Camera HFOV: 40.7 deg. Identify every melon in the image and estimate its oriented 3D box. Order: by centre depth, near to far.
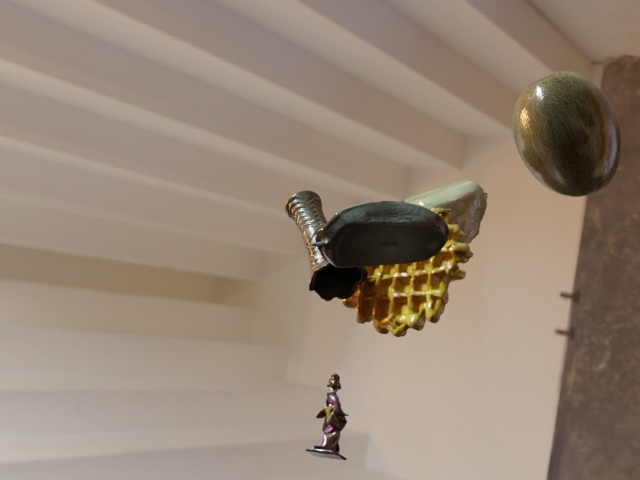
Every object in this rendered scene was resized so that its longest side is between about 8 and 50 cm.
[{"bbox_3d":[0.587,-0.248,2.055,0.237,0.301,0.237,-24,9,4],"label":"melon"}]

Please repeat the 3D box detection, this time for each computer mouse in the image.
[{"bbox_3d":[0.089,-0.013,1.351,0.229,0.113,0.068,-1,42,-17],"label":"computer mouse"}]

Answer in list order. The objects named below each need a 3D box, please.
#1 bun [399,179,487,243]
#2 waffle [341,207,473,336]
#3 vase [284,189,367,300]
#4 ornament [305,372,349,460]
[{"bbox_3d":[0.304,-0.043,2.227,0.283,0.179,0.283,-18,4,1],"label":"bun"},{"bbox_3d":[0.151,0.041,1.619,0.065,0.283,0.309,21,24,-46],"label":"waffle"},{"bbox_3d":[0.000,0.000,1.677,0.115,0.115,0.237,12,35,-30],"label":"vase"},{"bbox_3d":[0.031,0.421,2.057,0.088,0.203,0.081,1,-30,17],"label":"ornament"}]
